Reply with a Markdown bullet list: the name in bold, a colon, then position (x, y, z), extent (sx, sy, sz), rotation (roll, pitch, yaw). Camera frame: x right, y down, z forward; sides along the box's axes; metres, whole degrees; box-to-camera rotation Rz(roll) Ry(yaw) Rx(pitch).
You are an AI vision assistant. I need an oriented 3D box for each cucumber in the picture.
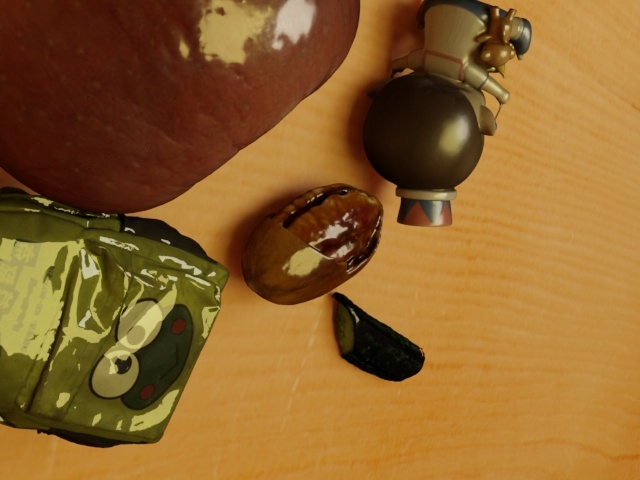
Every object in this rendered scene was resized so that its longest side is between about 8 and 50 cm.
- **cucumber**: position (0.071, 0.140, 1.027), extent (0.220, 0.046, 0.070), rotation (36, 86, -44)

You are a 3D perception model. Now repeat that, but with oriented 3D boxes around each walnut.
- **walnut**: position (0.000, 0.000, 0.866), extent (0.207, 0.115, 0.116), rotation (-27, 121, -35)

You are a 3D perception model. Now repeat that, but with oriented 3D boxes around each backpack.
- **backpack**: position (-0.216, 0.062, 0.664), extent (0.253, 0.140, 0.207), rotation (24, 87, -39)

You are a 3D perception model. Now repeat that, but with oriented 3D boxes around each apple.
- **apple**: position (-0.126, -0.164, 0.578), extent (0.305, 0.305, 0.235), rotation (-41, 103, -27)

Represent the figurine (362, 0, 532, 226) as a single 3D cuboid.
- **figurine**: position (0.138, -0.151, 0.921), extent (0.276, 0.161, 0.158), rotation (-65, 156, 1)
